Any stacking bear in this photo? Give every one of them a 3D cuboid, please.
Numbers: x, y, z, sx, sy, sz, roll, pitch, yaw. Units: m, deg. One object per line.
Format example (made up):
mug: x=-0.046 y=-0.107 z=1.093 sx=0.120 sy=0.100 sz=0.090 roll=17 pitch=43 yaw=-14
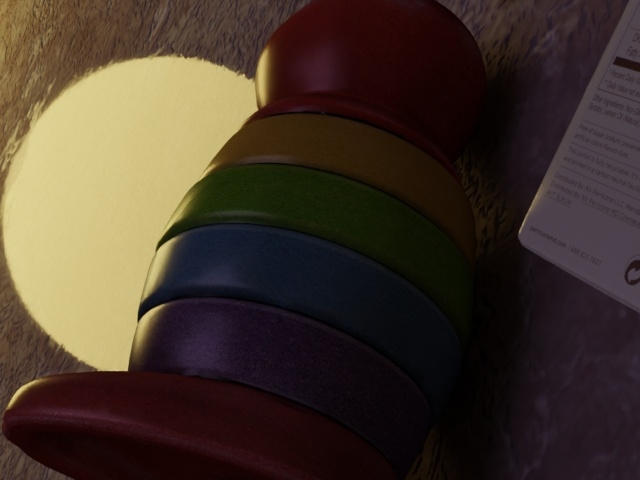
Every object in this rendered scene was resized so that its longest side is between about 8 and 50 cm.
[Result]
stacking bear: x=0.000 y=0.000 z=0.699 sx=0.164 sy=0.175 sz=0.289 roll=-2 pitch=55 yaw=33

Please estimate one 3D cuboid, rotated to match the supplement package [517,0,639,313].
supplement package: x=0.164 y=-0.049 z=0.476 sx=0.179 sy=0.105 sz=0.105 roll=-65 pitch=26 yaw=6
